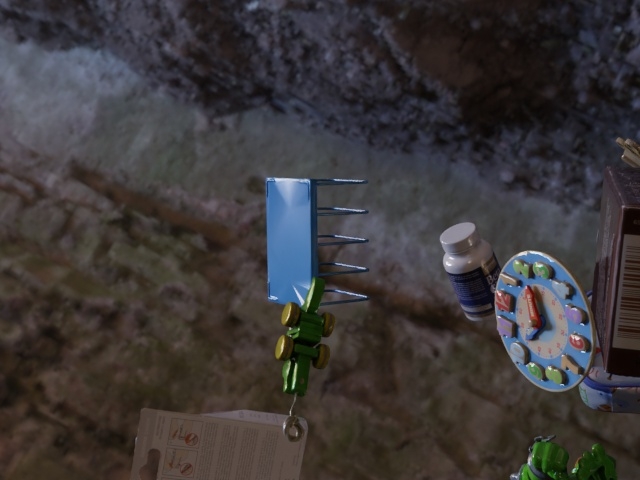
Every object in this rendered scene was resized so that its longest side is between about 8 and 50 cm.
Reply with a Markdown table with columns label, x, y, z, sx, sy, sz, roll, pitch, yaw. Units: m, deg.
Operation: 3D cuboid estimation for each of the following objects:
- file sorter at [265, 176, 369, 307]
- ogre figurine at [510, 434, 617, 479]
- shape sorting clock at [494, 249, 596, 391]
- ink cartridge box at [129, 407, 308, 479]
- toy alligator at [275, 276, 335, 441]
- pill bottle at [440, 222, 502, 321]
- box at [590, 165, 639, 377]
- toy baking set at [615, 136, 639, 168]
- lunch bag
| label | x | y | z | sx | sy | sz | roll | pitch | yaw |
| --- | --- | --- | --- | --- | --- | --- | --- | --- | --- |
| file sorter | 0.000 | 0.000 | 1.408 | 0.104 | 0.170 | 0.118 | -3 | -174 | -31 |
| ogre figurine | 0.256 | 0.239 | 0.954 | 0.197 | 0.096 | 0.118 | 11 | 161 | -19 |
| shape sorting clock | 0.315 | 0.116 | 1.493 | 0.040 | 0.206 | 0.206 | -10 | -178 | -24 |
| ink cartridge box | -0.141 | 0.316 | 1.405 | 0.225 | 0.181 | 0.056 | 9 | -174 | -8 |
| toy alligator | -0.025 | 0.135 | 1.183 | 0.056 | 0.189 | 0.051 | 16 | 162 | -18 |
| pill bottle | 0.279 | 0.055 | 1.904 | 0.094 | 0.094 | 0.169 | 9 | 132 | 53 |
| box | 0.364 | 0.028 | 1.030 | 0.167 | 0.168 | 0.203 | 4 | -164 | 10 |
| toy baking set | 0.574 | -0.087 | 1.697 | 0.256 | 0.030 | 0.197 | 42 | -172 | 39 |
| lunch bag | 0.602 | 0.188 | 1.877 | 0.303 | 0.243 | 0.115 | 1 | 142 | 17 |
